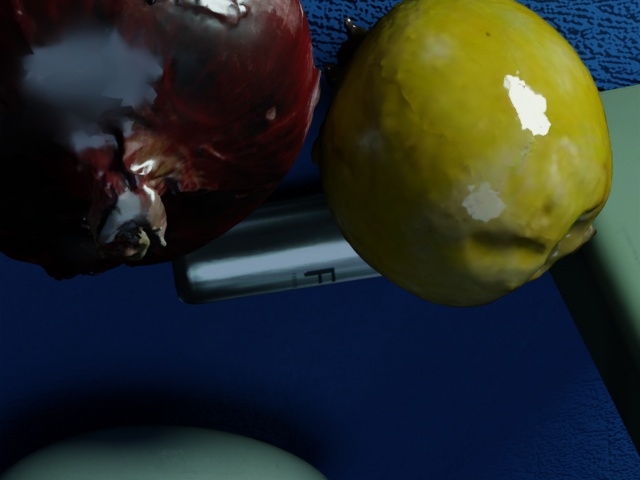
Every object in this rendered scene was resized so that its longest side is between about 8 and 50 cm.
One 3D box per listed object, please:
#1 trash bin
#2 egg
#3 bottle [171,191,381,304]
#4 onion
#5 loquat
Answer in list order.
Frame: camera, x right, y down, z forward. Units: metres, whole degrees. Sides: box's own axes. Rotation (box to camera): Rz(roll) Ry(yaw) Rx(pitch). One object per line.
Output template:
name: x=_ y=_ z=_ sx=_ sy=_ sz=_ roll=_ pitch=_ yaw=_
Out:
trash bin: x=0.317 y=0.038 z=1.237 sx=0.222 sy=0.343 sz=0.158 roll=-12 pitch=136 yaw=-4
egg: x=-0.145 y=0.283 z=1.431 sx=0.370 sy=0.230 sz=0.230 roll=-2 pitch=132 yaw=-19
bottle: x=0.000 y=0.000 z=1.312 sx=0.253 sy=0.080 sz=0.096 roll=-10 pitch=171 yaw=-4
onion: x=-0.151 y=-0.097 z=1.078 sx=0.313 sy=0.232 sz=0.314 roll=-6 pitch=134 yaw=-6
loquat: x=0.100 y=-0.073 z=1.168 sx=0.243 sy=0.244 sz=0.244 roll=-7 pitch=133 yaw=-7
